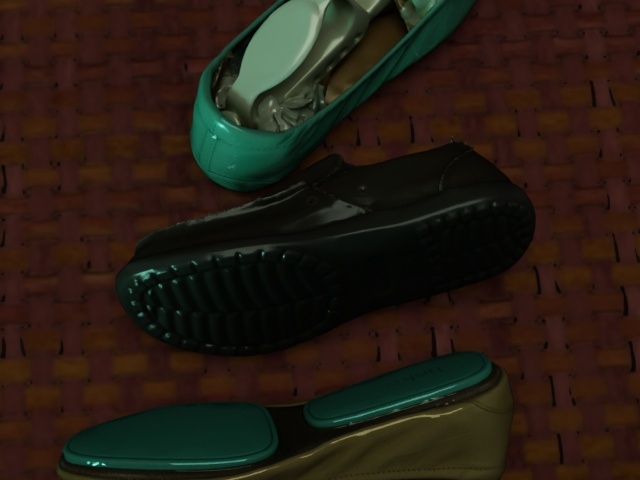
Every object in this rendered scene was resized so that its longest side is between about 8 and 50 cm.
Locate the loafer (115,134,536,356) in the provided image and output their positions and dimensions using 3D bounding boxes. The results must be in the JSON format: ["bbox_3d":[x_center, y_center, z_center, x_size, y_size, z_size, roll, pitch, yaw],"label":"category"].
[{"bbox_3d":[0.000,0.000,0.586,0.220,0.080,0.078,-11,43,-4],"label":"loafer"}]

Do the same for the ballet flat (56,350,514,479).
[{"bbox_3d":[-0.013,0.115,0.550,0.232,0.080,0.073,-10,106,-3],"label":"ballet flat"}]

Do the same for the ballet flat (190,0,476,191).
[{"bbox_3d":[0.023,-0.128,0.605,0.083,0.087,0.247,40,77,8],"label":"ballet flat"}]
